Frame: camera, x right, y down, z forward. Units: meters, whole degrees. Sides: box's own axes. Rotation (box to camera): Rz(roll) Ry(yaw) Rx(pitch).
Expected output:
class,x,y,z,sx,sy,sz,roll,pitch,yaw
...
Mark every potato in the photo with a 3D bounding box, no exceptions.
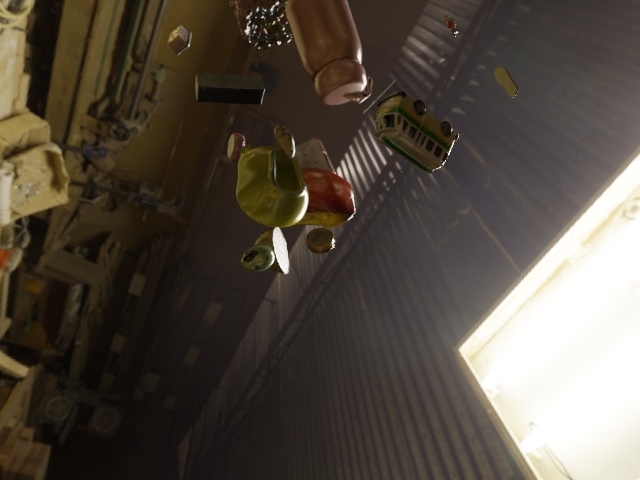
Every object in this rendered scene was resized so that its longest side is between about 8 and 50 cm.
class,x,y,z,sx,sy,sz,roll,pitch,yaw
potato,-0.090,-0.259,1.161,0.047,0.092,0.045,-33,-162,-26
potato,-0.211,0.048,1.852,0.182,0.117,0.202,-93,168,-47

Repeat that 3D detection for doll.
class,x,y,z,sx,sy,sz,roll,pitch,yaw
doll,0.595,-0.985,2.038,0.039,0.057,0.114,-27,-106,32

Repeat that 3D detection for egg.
class,x,y,z,sx,sy,sz,roll,pitch,yaw
egg,-0.196,0.055,1.403,0.085,0.110,0.085,42,-39,48

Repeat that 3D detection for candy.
class,x,y,z,sx,sy,sz,roll,pitch,yaw
candy,-0.305,-0.337,1.617,0.103,0.043,0.103,-23,-117,59

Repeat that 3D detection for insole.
class,x,y,z,sx,sy,sz,roll,pitch,yaw
insole,0.229,-0.563,1.757,0.193,0.006,0.065,-40,-175,39
insole,0.745,-0.641,1.797,0.063,0.010,0.191,105,-21,-48

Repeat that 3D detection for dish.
class,x,y,z,sx,sy,sz,roll,pitch,yaw
dish,-0.118,-0.175,1.263,0.108,0.221,0.262,-34,-121,48

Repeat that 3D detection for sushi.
class,x,y,z,sx,sy,sz,roll,pitch,yaw
sushi,-0.175,-0.826,1.577,0.236,0.270,0.170,76,-4,-73

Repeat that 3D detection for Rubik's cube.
class,x,y,z,sx,sy,sz,roll,pitch,yaw
Rubik's cube,-0.062,-0.404,2.435,0.231,0.221,0.224,-25,-176,9

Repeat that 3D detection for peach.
class,x,y,z,sx,sy,sz,roll,pitch,yaw
peach,-0.052,-0.173,1.781,0.306,0.381,0.242,89,6,-82

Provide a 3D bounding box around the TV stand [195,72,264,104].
class,x,y,z,sx,sy,sz,roll,pitch,yaw
TV stand,-0.376,-0.626,1.854,0.088,0.270,0.082,119,-38,-57

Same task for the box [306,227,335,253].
class,x,y,z,sx,sy,sz,roll,pitch,yaw
box,0.000,0.000,1.643,0.037,0.106,0.105,84,7,-46

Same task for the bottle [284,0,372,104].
class,x,y,z,sx,sy,sz,roll,pitch,yaw
bottle,0.036,-0.523,1.219,0.173,0.207,0.296,-27,-103,42

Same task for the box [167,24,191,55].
class,x,y,z,sx,sy,sz,roll,pitch,yaw
box,-0.633,-0.901,2.008,0.089,0.062,0.122,-25,-130,24

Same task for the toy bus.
class,x,y,z,sx,sy,sz,roll,pitch,yaw
toy bus,0.336,-0.389,1.643,0.143,0.306,0.178,-2,-117,60
